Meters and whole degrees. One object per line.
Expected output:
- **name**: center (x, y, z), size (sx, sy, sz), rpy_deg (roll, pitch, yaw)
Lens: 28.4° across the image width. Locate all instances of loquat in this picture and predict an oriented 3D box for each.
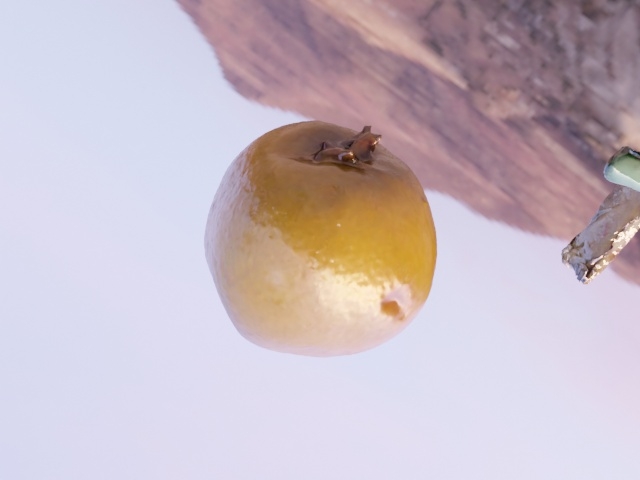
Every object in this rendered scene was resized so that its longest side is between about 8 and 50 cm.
- **loquat**: center (0.000, 0.000, 1.073), size (0.208, 0.208, 0.208), rpy_deg (34, -167, -9)

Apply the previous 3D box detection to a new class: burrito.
- **burrito**: center (0.310, -0.030, 1.286), size (0.042, 0.171, 0.051), rpy_deg (31, -172, -46)

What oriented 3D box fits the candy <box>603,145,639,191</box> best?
- **candy**: center (0.266, 0.034, 0.513), size (0.336, 0.093, 0.092), rpy_deg (22, -165, -5)
